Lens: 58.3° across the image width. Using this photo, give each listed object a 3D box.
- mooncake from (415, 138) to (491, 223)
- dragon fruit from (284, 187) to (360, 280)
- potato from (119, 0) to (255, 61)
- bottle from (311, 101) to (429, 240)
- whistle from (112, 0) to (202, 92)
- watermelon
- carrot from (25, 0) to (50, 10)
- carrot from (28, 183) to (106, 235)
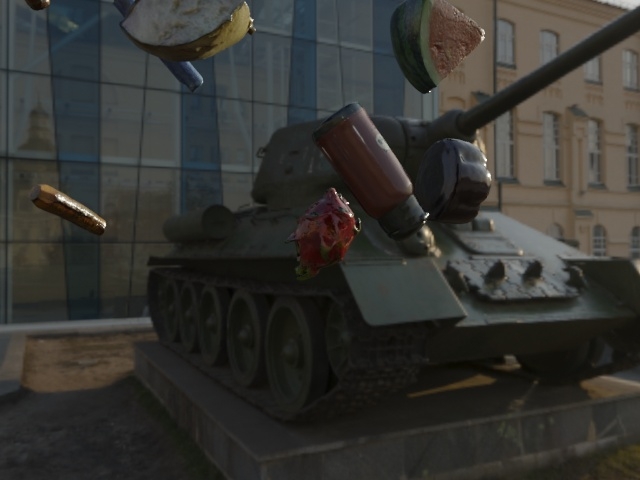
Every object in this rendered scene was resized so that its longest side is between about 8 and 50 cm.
[{"bbox_3d":[0.354,-0.156,1.560,0.133,0.245,0.245,8,-4,-24],"label":"mooncake"},{"bbox_3d":[-0.005,-0.015,1.665,0.198,0.200,0.269,13,-34,-27],"label":"dragon fruit"},{"bbox_3d":[-0.257,-0.439,1.241,0.211,0.189,0.264,34,4,10],"label":"potato"},{"bbox_3d":[0.127,-0.154,1.360,0.144,0.336,0.144,-35,0,0],"label":"bottle"},{"bbox_3d":[-0.441,-0.542,1.578,0.062,0.304,0.062,-37,17,13],"label":"whistle"},{"bbox_3d":[0.364,-0.629,1.802,0.292,0.283,0.250,-19,3,18],"label":"watermelon"},{"bbox_3d":[-0.706,-0.623,1.355,0.055,0.055,0.161,-1,-44,28],"label":"carrot"},{"bbox_3d":[-0.713,-0.082,1.636,0.070,0.070,0.260,-1,-22,21],"label":"carrot"}]
